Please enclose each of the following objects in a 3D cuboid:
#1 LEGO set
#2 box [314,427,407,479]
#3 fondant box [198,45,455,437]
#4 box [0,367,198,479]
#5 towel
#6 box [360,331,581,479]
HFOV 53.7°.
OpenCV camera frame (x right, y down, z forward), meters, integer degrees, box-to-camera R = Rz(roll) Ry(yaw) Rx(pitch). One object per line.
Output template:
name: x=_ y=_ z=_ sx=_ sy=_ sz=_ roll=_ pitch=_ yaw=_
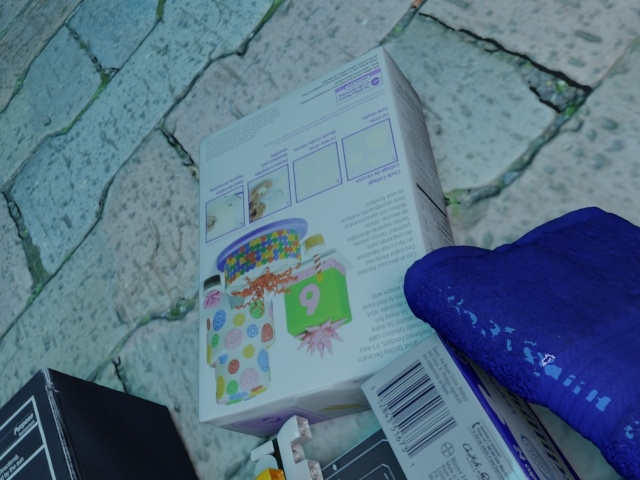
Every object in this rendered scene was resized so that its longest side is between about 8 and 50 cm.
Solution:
LEGO set: x=-0.040 y=0.245 z=0.454 sx=0.093 sy=0.087 sz=0.227 roll=-32 pitch=51 yaw=18
box: x=0.057 y=0.274 z=0.465 sx=0.183 sy=0.056 sz=0.231 roll=-40 pitch=50 yaw=13
fondant box: x=0.000 y=0.000 z=0.624 sx=0.238 sy=0.096 sz=0.330 roll=-22 pitch=55 yaw=24
box: x=-0.241 y=0.330 z=0.557 sx=0.296 sy=0.183 sz=0.294 roll=-43 pitch=51 yaw=6
towel: x=0.224 y=0.086 z=0.371 sx=0.308 sy=0.228 sz=0.076 roll=38 pitch=131 yaw=43
box: x=0.112 y=0.146 z=0.440 sx=0.072 sy=0.137 sz=0.126 roll=-40 pitch=50 yaw=14
